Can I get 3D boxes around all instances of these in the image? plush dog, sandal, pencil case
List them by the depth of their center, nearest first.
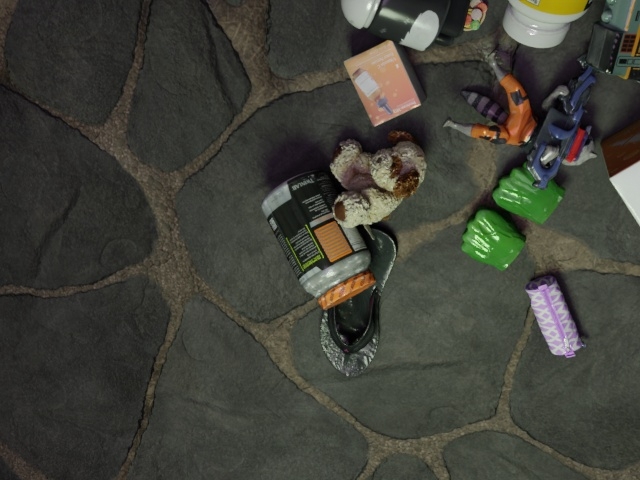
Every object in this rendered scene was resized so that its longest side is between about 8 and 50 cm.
[{"bbox_3d":[0.164,-0.145,1.822,0.210,0.262,0.225,30,131,-32],"label":"plush dog"},{"bbox_3d":[0.579,0.190,1.864,0.086,0.088,0.206,-23,100,21],"label":"pencil case"},{"bbox_3d":[0.088,0.175,2.000,0.167,0.107,0.446,15,112,12],"label":"sandal"}]

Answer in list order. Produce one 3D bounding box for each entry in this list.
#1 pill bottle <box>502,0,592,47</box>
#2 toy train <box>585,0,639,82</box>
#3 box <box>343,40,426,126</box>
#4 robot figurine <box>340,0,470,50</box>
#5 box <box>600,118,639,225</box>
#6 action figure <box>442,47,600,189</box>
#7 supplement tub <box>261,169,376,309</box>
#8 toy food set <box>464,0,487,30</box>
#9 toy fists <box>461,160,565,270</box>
[{"bbox_3d":[0.483,-0.565,1.513,0.188,0.188,0.334,21,144,9],"label":"pill bottle"},{"bbox_3d":[0.666,-0.481,1.525,0.190,0.142,0.334,-2,121,-12],"label":"toy train"},{"bbox_3d":[0.156,-0.380,1.788,0.130,0.091,0.170,-23,101,23],"label":"box"},{"bbox_3d":[0.183,-0.525,1.650,0.278,0.173,0.209,16,133,-9],"label":"robot figurine"},{"bbox_3d":[0.724,-0.159,1.550,0.215,0.345,0.168,-33,97,24],"label":"box"},{"bbox_3d":[0.494,-0.296,1.711,0.330,0.178,0.341,33,86,-3],"label":"action figure"},{"bbox_3d":[0.000,0.000,1.877,0.193,0.193,0.316,-32,79,24],"label":"supplement tub"},{"bbox_3d":[0.339,-0.523,1.718,0.082,0.020,0.083,12,112,13],"label":"toy food set"},{"bbox_3d":[0.451,-0.065,1.810,0.142,0.096,0.279,32,114,-7],"label":"toy fists"}]
